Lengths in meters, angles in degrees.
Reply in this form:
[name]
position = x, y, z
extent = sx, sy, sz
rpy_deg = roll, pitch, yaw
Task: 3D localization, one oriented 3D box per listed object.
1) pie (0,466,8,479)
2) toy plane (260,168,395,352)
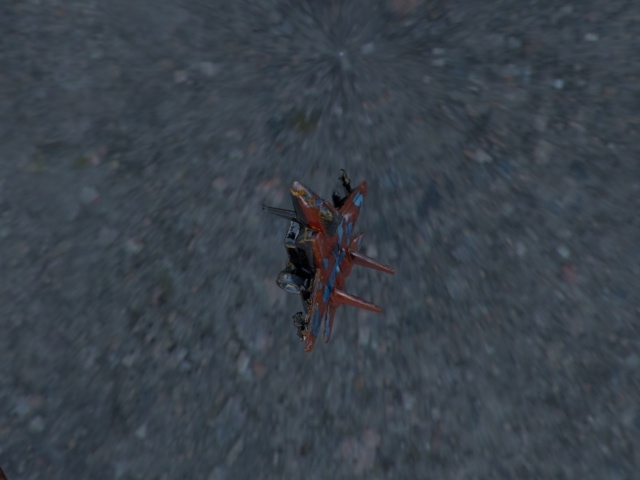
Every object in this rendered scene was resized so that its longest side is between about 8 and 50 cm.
[pie]
position = -0.208, 0.139, 0.798
extent = 0.154, 0.036, 0.154
rpy_deg = 9, 61, -16
[toy plane]
position = -0.003, -0.001, 1.163
extent = 0.061, 0.189, 0.130
rpy_deg = 13, 71, 25
